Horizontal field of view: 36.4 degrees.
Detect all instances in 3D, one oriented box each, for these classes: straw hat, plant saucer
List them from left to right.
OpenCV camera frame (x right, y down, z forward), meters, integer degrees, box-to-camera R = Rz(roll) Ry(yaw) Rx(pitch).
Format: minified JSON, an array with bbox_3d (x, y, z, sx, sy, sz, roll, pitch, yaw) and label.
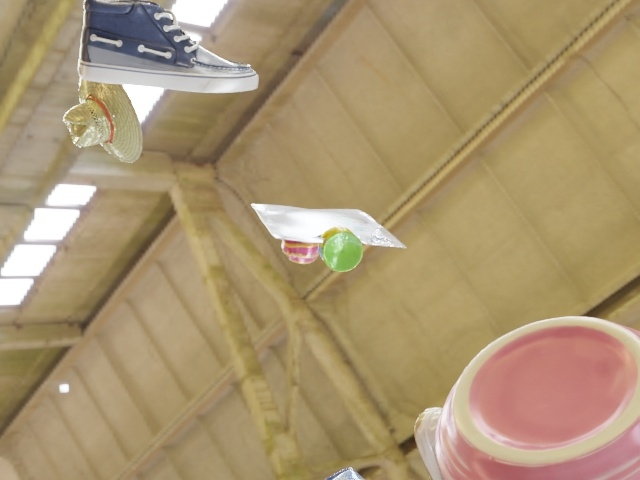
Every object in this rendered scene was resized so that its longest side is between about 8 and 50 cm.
[{"bbox_3d":[-0.296,-0.151,1.254,0.144,0.061,0.144,32,-43,35],"label":"straw hat"},{"bbox_3d":[0.294,0.206,1.205,0.332,0.332,0.084,13,-43,48],"label":"plant saucer"}]

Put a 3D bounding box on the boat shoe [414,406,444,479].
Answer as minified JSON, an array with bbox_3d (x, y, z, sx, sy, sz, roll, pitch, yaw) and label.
[{"bbox_3d":[0.232,0.377,1.449,0.096,0.098,0.277,-13,-73,48],"label":"boat shoe"}]

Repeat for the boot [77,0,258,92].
[{"bbox_3d":[-0.156,-0.205,1.023,0.069,0.190,0.086,-124,-141,-70],"label":"boot"}]

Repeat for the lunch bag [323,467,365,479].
[{"bbox_3d":[0.003,0.309,0.960,0.096,0.151,0.129,68,-15,-8],"label":"lunch bag"}]

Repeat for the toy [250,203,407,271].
[{"bbox_3d":[0.000,0.000,1.102,0.237,0.137,0.056,-144,-122,-77],"label":"toy"}]
